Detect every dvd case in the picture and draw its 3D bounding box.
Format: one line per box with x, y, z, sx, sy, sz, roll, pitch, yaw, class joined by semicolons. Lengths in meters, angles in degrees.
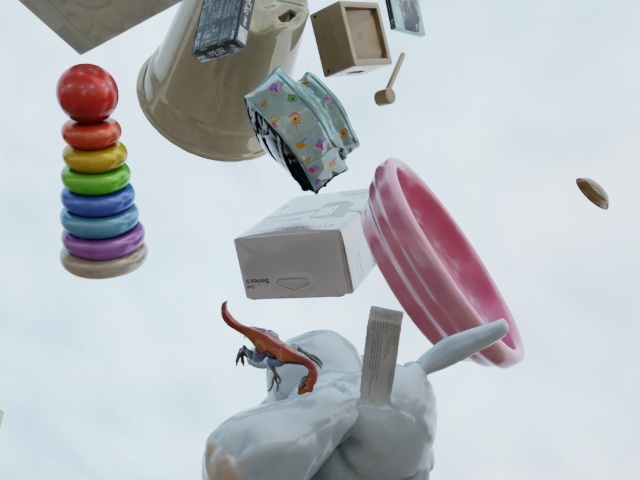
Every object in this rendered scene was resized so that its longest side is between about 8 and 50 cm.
0.135;-0.401;1.196;0.013;0.087;0.120;-16;-98;42;dvd case

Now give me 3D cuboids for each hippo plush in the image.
-0.016;0.171;0.680;0.234;0.236;0.294;8;-81;-23;hippo plush

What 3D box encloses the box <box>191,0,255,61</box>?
-0.105;-0.242;0.790;0.067;0.083;0.018;-6;-23;35;box

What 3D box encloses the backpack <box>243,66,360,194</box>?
-0.033;-0.186;1.160;0.144;0.166;0.188;-41;-31;4;backpack

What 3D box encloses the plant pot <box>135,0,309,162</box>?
-0.170;-0.379;1.424;0.333;0.334;0.305;30;-40;-3;plant pot

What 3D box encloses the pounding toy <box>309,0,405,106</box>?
0.085;-0.367;1.464;0.094;0.181;0.206;-10;-85;43;pounding toy

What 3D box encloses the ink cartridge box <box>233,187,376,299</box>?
0.000;0.000;1.348;0.211;0.289;0.122;-5;-74;22;ink cartridge box

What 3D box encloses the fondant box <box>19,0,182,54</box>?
-0.330;-0.443;1.078;0.330;0.096;0.238;-16;-40;31;fondant box

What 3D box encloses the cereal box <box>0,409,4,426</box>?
-0.318;0.240;0.505;0.047;0.173;0.240;37;-94;-22;cereal box

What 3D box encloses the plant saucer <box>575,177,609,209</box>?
0.529;-0.094;1.394;0.015;0.083;0.083;-42;-73;1;plant saucer

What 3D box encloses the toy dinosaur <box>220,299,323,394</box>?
-0.039;0.095;0.592;0.082;0.047;0.090;3;-35;50;toy dinosaur

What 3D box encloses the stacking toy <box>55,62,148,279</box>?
-0.349;-0.111;1.129;0.141;0.141;0.330;10;-64;13;stacking toy

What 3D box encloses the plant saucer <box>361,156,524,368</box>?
0.162;0.040;1.012;0.084;0.332;0.332;-35;-72;18;plant saucer
